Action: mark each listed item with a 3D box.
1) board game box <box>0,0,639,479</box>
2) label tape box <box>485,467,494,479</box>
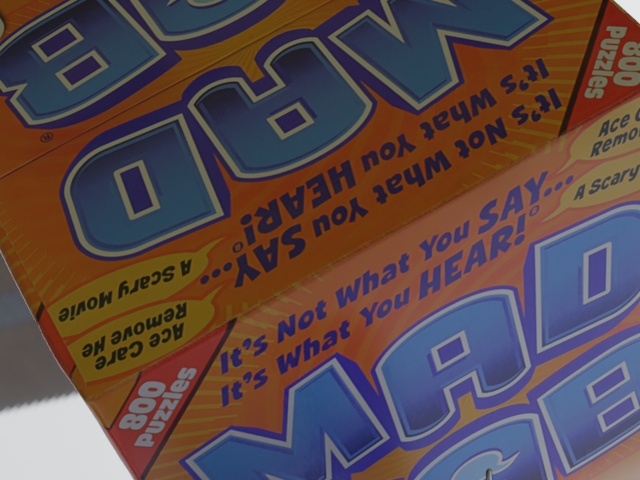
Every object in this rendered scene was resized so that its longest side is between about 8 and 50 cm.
[{"bbox_3d":[0.000,0.000,1.074,0.356,0.356,0.356,-29,-132,-8],"label":"board game box"},{"bbox_3d":[0.056,0.324,0.849,0.105,0.241,0.334,-6,-136,9],"label":"label tape box"}]
